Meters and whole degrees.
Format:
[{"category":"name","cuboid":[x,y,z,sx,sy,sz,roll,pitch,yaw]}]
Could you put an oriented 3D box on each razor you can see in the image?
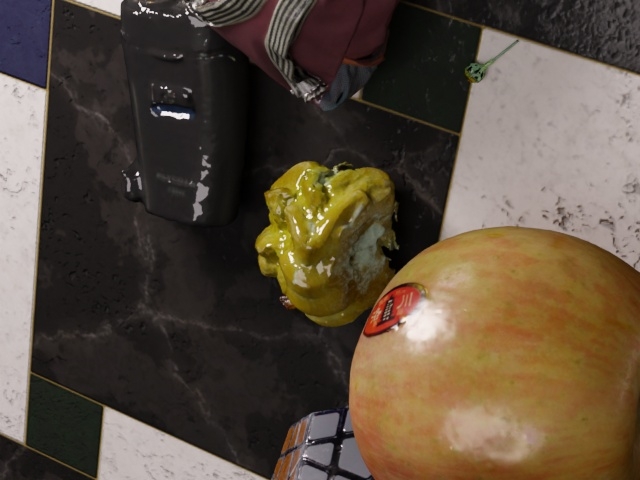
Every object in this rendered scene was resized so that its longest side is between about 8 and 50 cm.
[{"category":"razor","cuboid":[-0.185,-0.184,2.108,0.189,0.107,0.327,14,118,24]}]

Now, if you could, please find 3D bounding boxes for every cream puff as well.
[{"category":"cream puff","cuboid":[-0.004,0.002,2.050,0.194,0.194,0.221,12,112,26]}]

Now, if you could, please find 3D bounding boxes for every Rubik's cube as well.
[{"category":"Rubik's cube","cuboid":[0.071,0.362,2.102,0.319,0.319,0.264,-19,74,35]}]

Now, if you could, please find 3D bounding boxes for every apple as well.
[{"category":"apple","cuboid":[0.242,0.171,1.844,0.346,0.391,0.391,11,117,36]}]

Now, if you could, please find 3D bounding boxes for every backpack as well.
[{"category":"backpack","cuboid":[-0.019,-0.326,1.862,0.283,0.197,0.317,39,150,-1]}]

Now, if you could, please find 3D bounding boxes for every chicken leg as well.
[{"category":"chicken leg","cuboid":[-0.027,0.073,2.182,0.083,0.021,0.036,-38,80,36]}]

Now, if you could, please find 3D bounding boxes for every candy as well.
[{"category":"candy","cuboid":[0.213,-0.226,1.915,0.023,0.025,0.083,38,120,-23]}]
